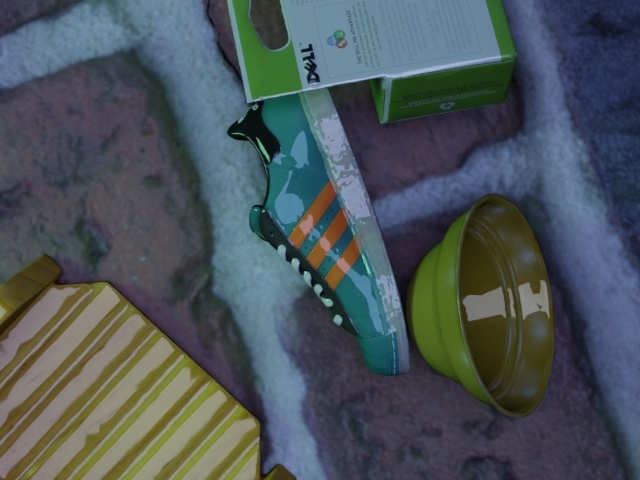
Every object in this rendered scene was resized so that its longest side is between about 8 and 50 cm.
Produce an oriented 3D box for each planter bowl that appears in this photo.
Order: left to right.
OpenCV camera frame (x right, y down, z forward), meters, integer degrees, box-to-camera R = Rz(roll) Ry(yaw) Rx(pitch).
[{"bbox_3d":[0.145,0.068,1.426,0.090,0.217,0.217,-9,90,30],"label":"planter bowl"}]

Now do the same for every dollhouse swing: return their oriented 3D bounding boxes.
[{"bbox_3d":[-0.234,0.224,1.316,0.347,0.305,0.315,43,87,-1],"label":"dollhouse swing"}]

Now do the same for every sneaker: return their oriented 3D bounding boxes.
[{"bbox_3d":[0.000,0.000,1.440,0.121,0.108,0.302,-19,87,3],"label":"sneaker"}]

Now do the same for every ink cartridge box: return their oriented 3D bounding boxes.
[{"bbox_3d":[0.041,-0.213,1.414,0.255,0.097,0.189,-10,67,-3],"label":"ink cartridge box"}]
